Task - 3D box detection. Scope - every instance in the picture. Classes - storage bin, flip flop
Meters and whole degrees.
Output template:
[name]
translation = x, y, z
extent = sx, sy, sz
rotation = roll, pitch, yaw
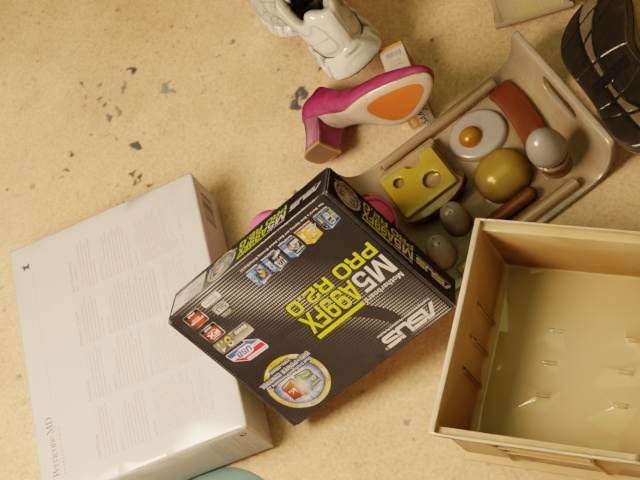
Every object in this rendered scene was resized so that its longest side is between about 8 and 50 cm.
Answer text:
[storage bin]
translation = 0.288, 0.128, 1.659
extent = 0.260, 0.123, 0.262
rotation = 5, 69, 26
[flip flop]
translation = 0.377, -0.206, 1.794
extent = 0.112, 0.080, 0.277
rotation = -43, 43, 27

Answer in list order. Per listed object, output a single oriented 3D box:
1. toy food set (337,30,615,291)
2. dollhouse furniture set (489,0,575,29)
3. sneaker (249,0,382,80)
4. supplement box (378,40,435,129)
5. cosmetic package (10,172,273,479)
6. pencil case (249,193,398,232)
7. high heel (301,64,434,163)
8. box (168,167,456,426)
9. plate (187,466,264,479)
[toy food set]
translation = 0.185, -0.095, 1.823
extent = 0.306, 0.092, 0.220
rotation = -37, 58, 4
[dollhouse furniture set]
translation = 0.256, -0.424, 1.945
extent = 0.212, 0.161, 0.242
rotation = -14, 40, 17
[sneaker]
translation = -0.027, -0.327, 1.987
extent = 0.110, 0.118, 0.292
rotation = -47, 40, -1
[supplement box]
translation = 0.114, -0.203, 1.922
extent = 0.036, 0.062, 0.098
rotation = -23, 61, 11
[cosmetic package]
translation = -0.240, 0.135, 1.900
extent = 0.284, 0.097, 0.377
rotation = -21, 60, 11
[pencil case]
translation = 0.000, 0.000, 1.827
extent = 0.209, 0.095, 0.098
rotation = -6, 100, 52
[high heel]
translation = 0.061, -0.194, 1.885
extent = 0.244, 0.082, 0.117
rotation = -36, 41, 49
[box]
translation = -0.011, 0.072, 1.721
extent = 0.270, 0.216, 0.060
rotation = -38, 21, 25
[plate]
translation = -0.129, 0.366, 1.789
extent = 0.188, 0.024, 0.188
rotation = -10, 63, 19
